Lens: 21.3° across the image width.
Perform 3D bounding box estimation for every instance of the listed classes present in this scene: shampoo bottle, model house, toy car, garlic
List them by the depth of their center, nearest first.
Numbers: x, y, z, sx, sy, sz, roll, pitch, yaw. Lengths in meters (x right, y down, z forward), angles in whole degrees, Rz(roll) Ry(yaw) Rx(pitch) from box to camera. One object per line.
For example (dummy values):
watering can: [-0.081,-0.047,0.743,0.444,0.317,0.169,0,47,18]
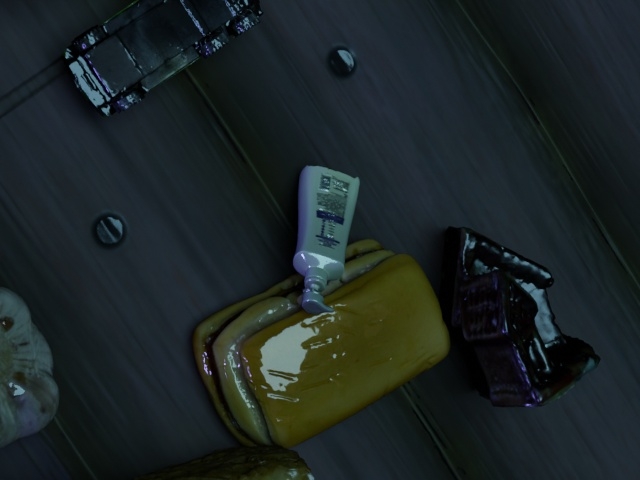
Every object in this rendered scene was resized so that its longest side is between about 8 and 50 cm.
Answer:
garlic: [-0.269,0.091,1.213,0.159,0.102,0.147,12,66,-35]
toy car: [-0.126,-0.160,1.320,0.165,0.062,0.071,-37,100,-23]
shampoo bottle: [0.000,0.000,1.344,0.049,0.034,0.141,19,47,-11]
model house: [0.155,0.053,1.394,0.106,0.165,0.152,-26,95,-8]

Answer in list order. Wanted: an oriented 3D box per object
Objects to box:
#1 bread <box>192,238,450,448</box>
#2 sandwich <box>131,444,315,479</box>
bread: [0.003,0.083,1.357,0.200,0.077,0.116,-27,105,-24]
sandwich: [-0.145,0.298,1.213,0.325,0.131,0.262,-6,89,-37]
